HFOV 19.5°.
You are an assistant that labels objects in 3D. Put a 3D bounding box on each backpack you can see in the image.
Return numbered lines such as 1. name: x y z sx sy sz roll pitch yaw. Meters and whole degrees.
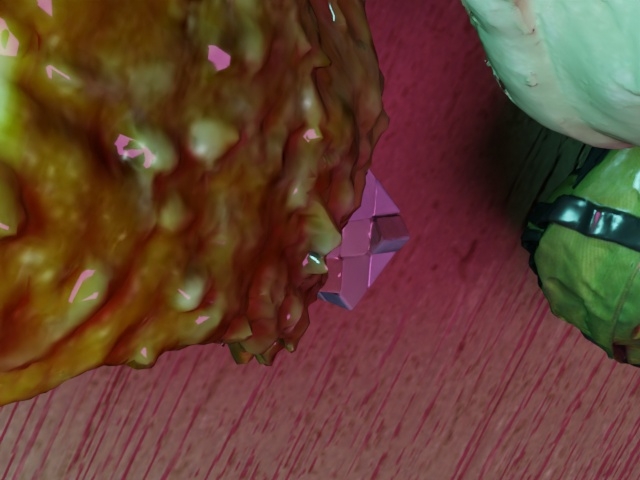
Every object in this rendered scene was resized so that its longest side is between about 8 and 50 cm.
1. backpack: 0.208 -0.023 1.059 0.207 0.140 0.253 -58 160 10

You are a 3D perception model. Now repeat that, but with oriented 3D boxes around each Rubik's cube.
1. Rubik's cube: 0.000 -0.002 1.020 0.084 0.075 0.073 -42 130 -2

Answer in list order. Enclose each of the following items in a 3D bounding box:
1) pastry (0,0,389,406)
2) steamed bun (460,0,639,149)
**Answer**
1. pastry: -0.150 -0.096 0.730 0.405 0.292 0.337 -13 99 -53
2. steamed bun: 0.135 -0.212 0.855 0.352 0.247 0.339 58 41 -35
